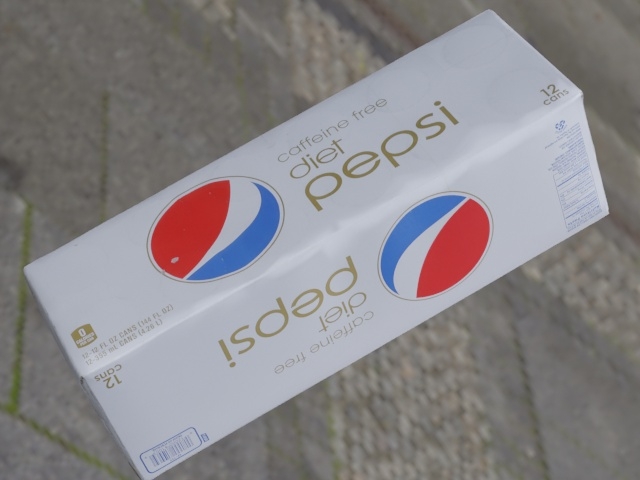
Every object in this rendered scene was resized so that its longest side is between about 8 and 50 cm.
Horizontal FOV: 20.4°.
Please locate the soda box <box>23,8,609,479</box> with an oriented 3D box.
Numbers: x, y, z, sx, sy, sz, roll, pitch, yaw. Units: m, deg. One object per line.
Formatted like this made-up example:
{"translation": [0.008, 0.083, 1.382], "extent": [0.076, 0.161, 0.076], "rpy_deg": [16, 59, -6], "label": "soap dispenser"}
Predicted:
{"translation": [0.000, 0.000, 0.692], "extent": [0.074, 0.216, 0.069], "rpy_deg": [52, -12, 46], "label": "soda box"}
